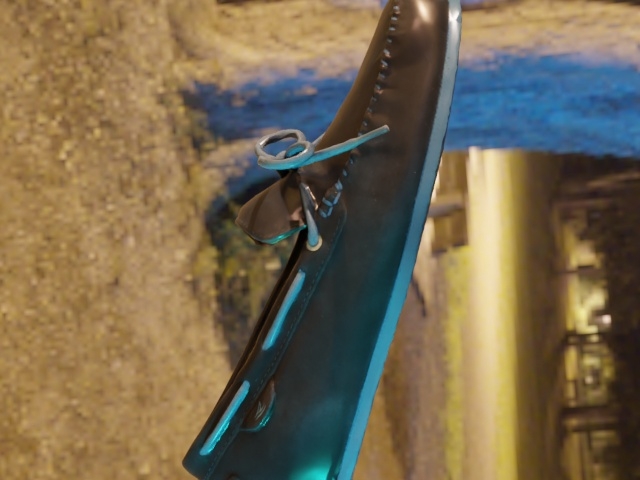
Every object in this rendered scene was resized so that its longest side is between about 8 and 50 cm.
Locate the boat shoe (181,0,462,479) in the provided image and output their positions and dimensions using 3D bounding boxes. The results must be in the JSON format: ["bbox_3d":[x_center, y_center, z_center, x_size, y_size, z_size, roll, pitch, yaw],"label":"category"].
[{"bbox_3d":[0.000,0.000,0.667,0.109,0.089,0.258,94,11,-81],"label":"boat shoe"}]
